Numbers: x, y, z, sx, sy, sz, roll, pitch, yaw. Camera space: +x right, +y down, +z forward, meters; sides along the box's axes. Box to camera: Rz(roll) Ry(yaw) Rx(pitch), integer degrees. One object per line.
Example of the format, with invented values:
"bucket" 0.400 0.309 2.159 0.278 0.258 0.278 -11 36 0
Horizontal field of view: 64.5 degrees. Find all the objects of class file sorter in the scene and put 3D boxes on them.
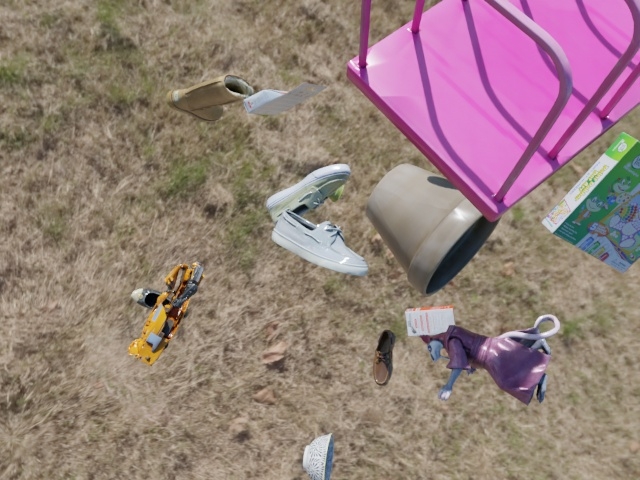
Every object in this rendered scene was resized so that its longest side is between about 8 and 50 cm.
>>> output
"file sorter" 0.199 -0.204 0.418 0.291 0.182 0.202 -36 73 -13

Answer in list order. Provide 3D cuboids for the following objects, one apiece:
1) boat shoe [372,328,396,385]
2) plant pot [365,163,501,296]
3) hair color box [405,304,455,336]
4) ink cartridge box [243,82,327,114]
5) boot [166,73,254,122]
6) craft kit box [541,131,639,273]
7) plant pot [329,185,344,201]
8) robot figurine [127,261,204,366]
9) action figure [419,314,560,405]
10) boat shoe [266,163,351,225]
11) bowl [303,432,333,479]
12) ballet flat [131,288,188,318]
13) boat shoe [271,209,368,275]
"boat shoe" 0.197 0.367 1.602 0.060 0.064 0.178 52 46 -60
"plant pot" 0.288 -0.056 1.386 0.323 0.323 0.280 -28 60 -36
"hair color box" 0.392 0.286 1.804 0.053 0.167 0.093 -21 103 -72
"ink cartridge box" -0.091 -0.382 1.322 0.145 0.179 0.045 -25 92 -62
"boot" -0.316 -0.444 1.605 0.236 0.269 0.089 -8 95 -55
"craft kit box" 0.664 -0.072 1.113 0.250 0.246 0.061 24 23 -21
"plant pot" 0.033 -0.198 1.924 0.079 0.083 0.083 22 61 -26
"robot figurine" -0.400 0.180 1.337 0.085 0.211 0.291 30 72 -17
"action figure" 0.471 0.322 1.472 0.370 0.275 0.248 17 18 15
"boat shoe" -0.031 -0.139 1.602 0.109 0.302 0.094 22 46 -60
"bowl" -0.009 0.701 1.626 0.080 0.170 0.170 4 64 12
"ballet flat" -0.467 0.183 1.489 0.173 0.049 0.057 24 82 -18
"boat shoe" 0.000 0.000 1.001 0.079 0.227 0.081 1 110 -58
